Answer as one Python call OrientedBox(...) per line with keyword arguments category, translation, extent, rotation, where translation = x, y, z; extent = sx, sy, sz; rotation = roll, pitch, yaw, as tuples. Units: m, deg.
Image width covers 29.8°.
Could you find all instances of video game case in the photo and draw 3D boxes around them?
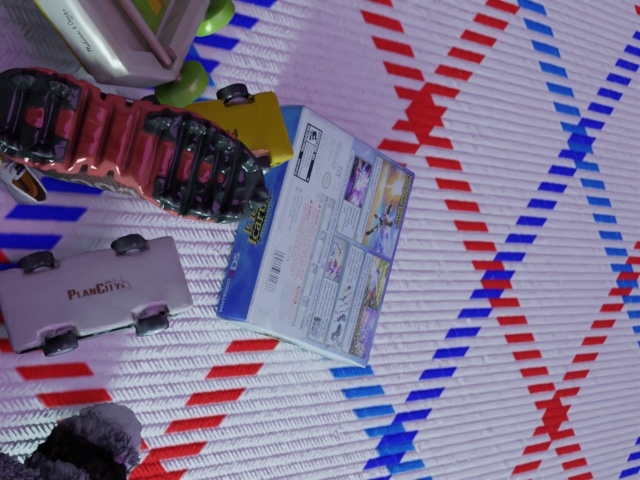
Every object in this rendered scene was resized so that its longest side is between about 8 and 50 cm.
OrientedBox(category="video game case", translation=(0.000, 0.000, 1.497), extent=(0.244, 0.061, 0.270), rotation=(26, 75, -48))

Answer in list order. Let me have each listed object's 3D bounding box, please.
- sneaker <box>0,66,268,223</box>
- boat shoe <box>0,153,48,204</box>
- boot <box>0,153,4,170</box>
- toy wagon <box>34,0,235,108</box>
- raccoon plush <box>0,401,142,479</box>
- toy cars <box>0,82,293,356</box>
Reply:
OrientedBox(category="sneaker", translation=(-0.185, -0.089, 1.145), extent=(0.276, 0.135, 0.098), rotation=(18, 89, -15))
OrientedBox(category="boat shoe", translation=(-0.296, -0.070, 1.148), extent=(0.035, 0.035, 0.100), rotation=(-57, 134, -28))
OrientedBox(category="boot", translation=(-0.374, -0.007, 1.034), extent=(0.213, 0.077, 0.165), rotation=(3, 95, -51))
OrientedBox(category="toy wagon", translation=(-0.179, -0.306, 1.193), extent=(0.267, 0.068, 0.344), rotation=(57, 33, -37))
OrientedBox(category="raccoon plush", translation=(-0.362, 0.195, 1.056), extent=(0.299, 0.216, 0.446), rotation=(62, 19, -17))
OrientedBox(category="toy cars", translation=(-0.182, -0.020, 1.249), extent=(0.176, 0.087, 0.394), rotation=(36, 64, -8))
